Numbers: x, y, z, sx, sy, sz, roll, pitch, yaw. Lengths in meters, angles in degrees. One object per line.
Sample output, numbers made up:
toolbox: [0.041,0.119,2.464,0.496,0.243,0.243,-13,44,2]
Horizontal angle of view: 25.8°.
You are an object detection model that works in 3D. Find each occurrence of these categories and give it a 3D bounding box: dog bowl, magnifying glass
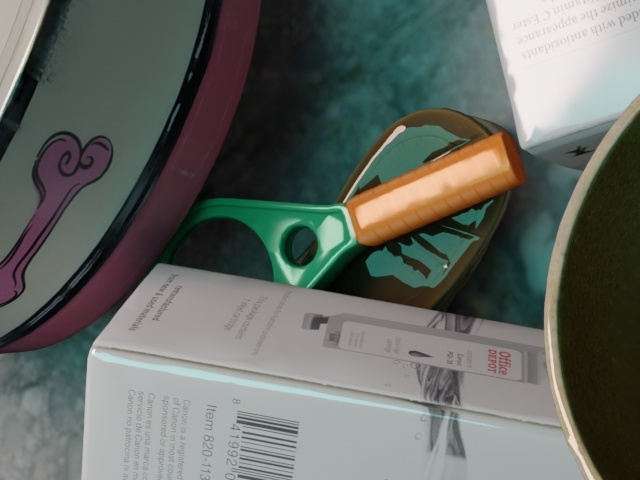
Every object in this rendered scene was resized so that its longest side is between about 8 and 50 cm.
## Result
dog bowl: [-0.197,-0.113,0.835,0.408,0.150,0.408,-23,56,40]
magnifying glass: [0.000,0.000,0.742,0.231,0.026,0.092,-24,75,25]

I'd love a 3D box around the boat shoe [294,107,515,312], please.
boat shoe: [0.010,0.054,0.808,0.109,0.098,0.302,39,105,13]

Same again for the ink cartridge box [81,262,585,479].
ink cartridge box: [0.030,0.145,0.700,0.283,0.117,0.207,10,112,7]

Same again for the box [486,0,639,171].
box: [0.195,-0.110,0.655,0.181,0.182,0.119,-17,77,28]

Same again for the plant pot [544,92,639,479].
plant pot: [0.250,0.057,0.560,0.237,0.254,0.237,-14,63,29]
